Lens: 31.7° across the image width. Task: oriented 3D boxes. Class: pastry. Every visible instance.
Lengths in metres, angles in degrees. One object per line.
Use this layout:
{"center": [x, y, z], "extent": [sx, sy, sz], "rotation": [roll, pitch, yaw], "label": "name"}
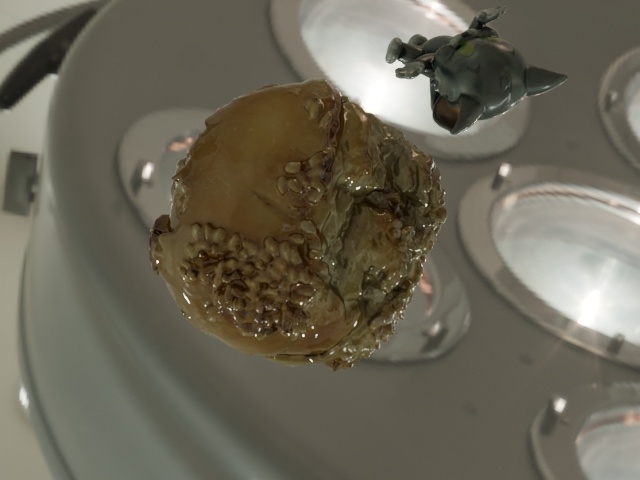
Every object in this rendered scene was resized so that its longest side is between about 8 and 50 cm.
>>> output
{"center": [0.000, 0.000, 1.022], "extent": [0.162, 0.255, 0.311], "rotation": [29, -177, 39], "label": "pastry"}

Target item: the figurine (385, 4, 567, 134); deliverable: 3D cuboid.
{"center": [0.183, -0.235, 1.588], "extent": [0.193, 0.140, 0.265], "rotation": [-26, -165, -24], "label": "figurine"}
